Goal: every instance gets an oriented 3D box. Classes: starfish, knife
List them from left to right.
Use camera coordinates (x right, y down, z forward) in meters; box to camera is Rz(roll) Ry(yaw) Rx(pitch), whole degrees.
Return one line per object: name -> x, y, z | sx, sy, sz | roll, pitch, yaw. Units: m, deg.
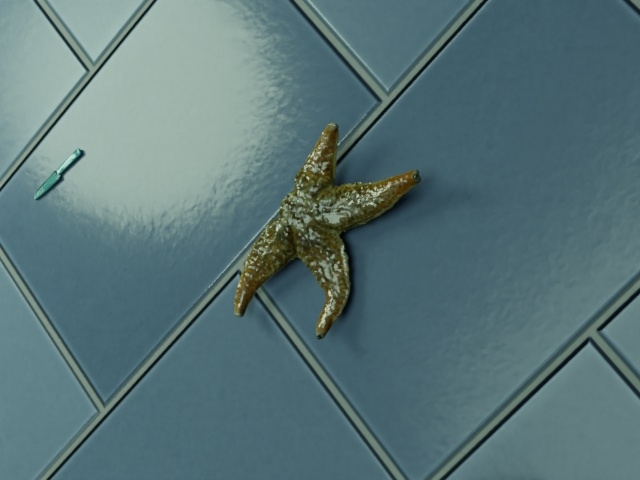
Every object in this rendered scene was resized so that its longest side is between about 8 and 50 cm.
knife -> -0.324, -0.080, 1.663 | 0.091, 0.005, 0.014 | -42, 63, 20
starfish -> 0.002, 0.001, 1.437 | 0.138, 0.050, 0.247 | 38, 110, 28
